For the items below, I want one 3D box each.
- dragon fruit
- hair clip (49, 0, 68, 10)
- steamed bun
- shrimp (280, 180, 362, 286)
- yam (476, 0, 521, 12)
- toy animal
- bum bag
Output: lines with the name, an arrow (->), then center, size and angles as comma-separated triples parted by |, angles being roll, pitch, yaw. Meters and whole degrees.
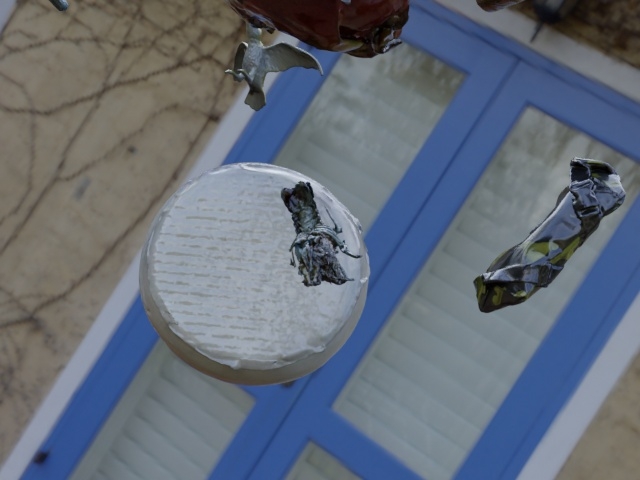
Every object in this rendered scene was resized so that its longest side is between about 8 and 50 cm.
dragon fruit -> -0.015, -0.315, 1.019 | 0.315, 0.250, 0.250 | 43, -2, -16
hair clip -> -0.490, -0.465, 1.746 | 0.070, 0.039, 0.229 | 21, 31, -52
steamed bun -> -0.110, 0.060, 1.691 | 0.374, 0.374, 0.241 | 32, -14, 3
shrimp -> 0.002, 0.002, 1.195 | 0.174, 0.082, 0.076 | -107, 170, -47
yam -> 0.255, -0.311, 1.171 | 0.057, 0.056, 0.241 | 32, -14, -18
toy animal -> -0.107, -0.295, 1.658 | 0.219, 0.095, 0.155 | 11, -32, 39
bum bag -> 0.270, -0.001, 1.215 | 0.060, 0.232, 0.107 | 40, 0, -22
